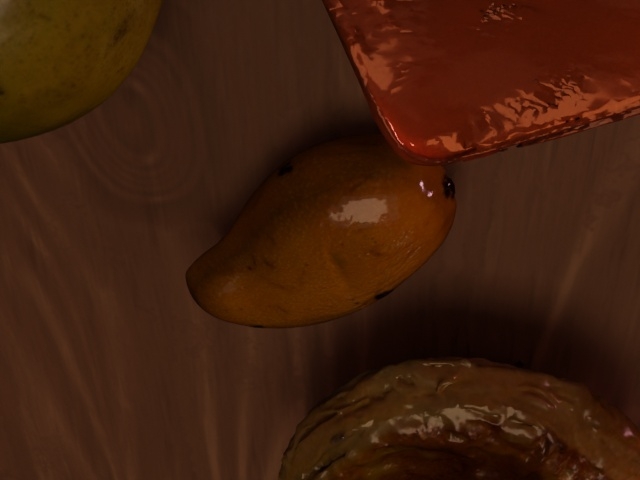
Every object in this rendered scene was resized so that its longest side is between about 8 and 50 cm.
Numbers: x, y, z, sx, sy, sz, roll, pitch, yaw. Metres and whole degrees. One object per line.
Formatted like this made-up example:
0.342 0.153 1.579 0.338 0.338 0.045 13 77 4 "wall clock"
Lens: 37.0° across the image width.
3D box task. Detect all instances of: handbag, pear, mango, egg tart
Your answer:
0.198 -0.238 0.730 0.410 0.116 0.303 -15 123 22 "handbag"
-0.239 -0.226 0.745 0.253 0.253 0.307 24 128 -8 "pear"
0.001 -0.005 0.960 0.295 0.120 0.177 -28 126 31 "mango"
0.167 0.272 1.109 0.443 0.178 0.443 5 127 6 "egg tart"
